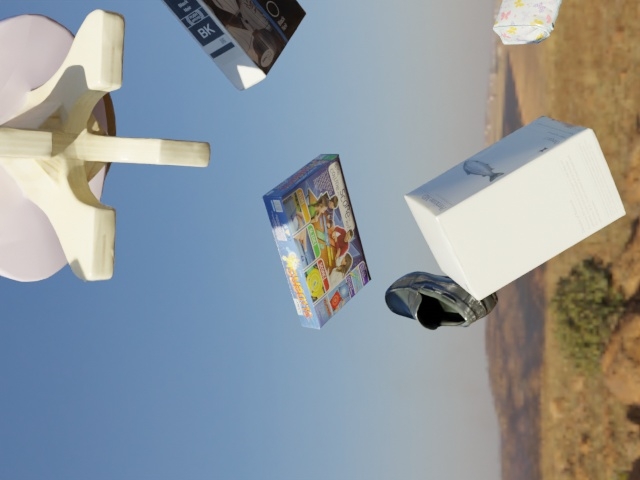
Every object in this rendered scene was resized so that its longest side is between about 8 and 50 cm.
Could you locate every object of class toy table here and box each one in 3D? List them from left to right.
[{"bbox_3d":[-0.255,-0.090,0.894,0.252,0.161,0.274,-17,-72,-44],"label":"toy table"}]

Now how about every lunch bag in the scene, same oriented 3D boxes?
[{"bbox_3d":[0.296,-0.315,1.258,0.053,0.083,0.071,34,-111,-45],"label":"lunch bag"}]

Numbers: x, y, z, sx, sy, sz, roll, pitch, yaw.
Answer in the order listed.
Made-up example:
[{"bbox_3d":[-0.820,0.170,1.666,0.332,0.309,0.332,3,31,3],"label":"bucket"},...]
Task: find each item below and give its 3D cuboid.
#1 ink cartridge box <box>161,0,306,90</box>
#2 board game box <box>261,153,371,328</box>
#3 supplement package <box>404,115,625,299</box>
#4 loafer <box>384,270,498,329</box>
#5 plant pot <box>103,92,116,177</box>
[{"bbox_3d":[-0.164,-0.376,1.188,0.332,0.065,0.165,47,-133,-25],"label":"ink cartridge box"},{"bbox_3d":[0.000,0.000,1.223,0.136,0.035,0.201,-39,-57,-43],"label":"board game box"},{"bbox_3d":[0.198,-0.037,0.925,0.105,0.179,0.105,61,175,-20],"label":"supplement package"},{"bbox_3d":[0.160,0.091,1.307,0.078,0.223,0.076,-41,-72,-27],"label":"loafer"},{"bbox_3d":[-0.356,-0.135,1.057,0.032,0.236,0.236,-31,-60,-72],"label":"plant pot"}]
